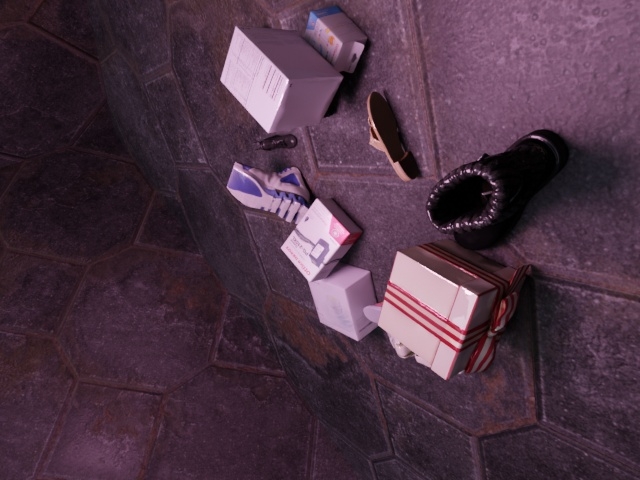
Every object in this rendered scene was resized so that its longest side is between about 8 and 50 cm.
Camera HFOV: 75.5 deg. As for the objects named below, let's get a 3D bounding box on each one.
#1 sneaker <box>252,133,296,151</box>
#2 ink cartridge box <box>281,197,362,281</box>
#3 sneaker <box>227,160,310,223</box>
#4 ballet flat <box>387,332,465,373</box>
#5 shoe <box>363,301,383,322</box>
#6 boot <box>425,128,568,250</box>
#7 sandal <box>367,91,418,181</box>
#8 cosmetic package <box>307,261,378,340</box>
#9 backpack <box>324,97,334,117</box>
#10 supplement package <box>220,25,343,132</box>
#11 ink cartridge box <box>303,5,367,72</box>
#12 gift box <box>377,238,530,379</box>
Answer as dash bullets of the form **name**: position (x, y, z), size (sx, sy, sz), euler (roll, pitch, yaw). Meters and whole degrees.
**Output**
- **sneaker**: position (-0.165, -0.343, 1.472), size (0.170, 0.089, 0.051), euler (19, 131, 48)
- **ink cartridge box**: position (0.000, 0.000, 1.412), size (0.172, 0.100, 0.237), euler (48, 118, 20)
- **sneaker**: position (-0.166, -0.195, 1.479), size (0.315, 0.182, 0.127), euler (26, 134, -14)
- **ballet flat**: position (0.314, 0.322, 1.292), size (0.400, 0.139, 0.139), euler (0, 116, 56)
- **shoe**: position (0.226, 0.230, 1.389), size (0.177, 0.081, 0.064), euler (-15, 103, 56)
- **boot**: position (0.312, -0.059, 0.838), size (0.131, 0.260, 0.348), euler (46, 146, 22)
- **sandal**: position (0.161, -0.253, 1.069), size (0.079, 0.088, 0.240), euler (-17, 106, 53)
- **cosmetic package**: position (0.086, 0.214, 1.532), size (0.224, 0.138, 0.225), euler (14, 126, 51)
- **backpack**: position (-0.029, -0.444, 1.161), size (0.158, 0.116, 0.173), euler (44, 143, 24)
- **supplement package**: position (-0.096, -0.397, 1.017), size (0.203, 0.194, 0.149), euler (49, 135, 17)
- **ink cartridge box**: position (0.040, -0.497, 1.037), size (0.143, 0.089, 0.092), euler (51, 148, 15)
- **gift box**: position (0.337, 0.144, 1.002), size (0.258, 0.276, 0.256), euler (34, 128, 42)
